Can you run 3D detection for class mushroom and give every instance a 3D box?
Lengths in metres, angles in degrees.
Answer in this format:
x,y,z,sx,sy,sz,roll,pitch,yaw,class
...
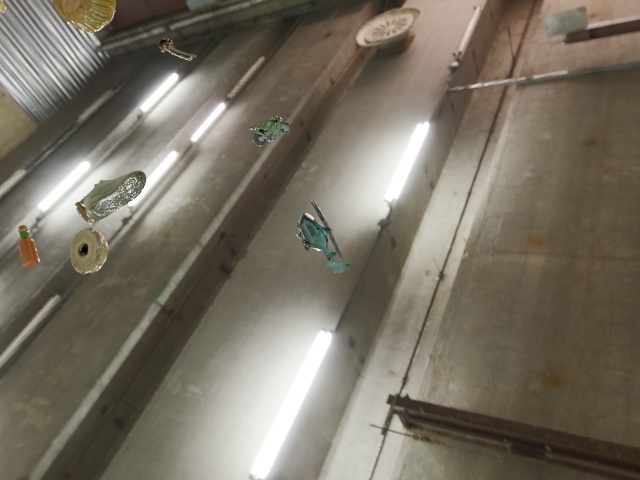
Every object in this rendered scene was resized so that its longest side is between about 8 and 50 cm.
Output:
x,y,z,sx,sy,sz,roll,pitch,yaw,class
-0.617,-0.816,2.119,0.187,0.061,0.060,31,-104,11,mushroom

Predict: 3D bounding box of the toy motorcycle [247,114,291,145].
x,y,z,sx,sy,sz,roll,pitch,yaw,class
-0.227,-0.507,2.236,0.190,0.106,0.074,-27,-167,-14,toy motorcycle

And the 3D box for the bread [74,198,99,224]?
x,y,z,sx,sy,sz,roll,pitch,yaw,class
-1.064,-0.171,2.357,0.081,0.134,0.225,-39,-169,35,bread

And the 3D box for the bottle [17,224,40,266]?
x,y,z,sx,sy,sz,roll,pitch,yaw,class
-1.298,0.021,2.174,0.069,0.069,0.187,-22,-102,9,bottle

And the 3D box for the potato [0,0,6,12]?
x,y,z,sx,sy,sz,roll,pitch,yaw,class
-1.081,-0.795,1.623,0.062,0.083,0.068,-38,-130,15,potato

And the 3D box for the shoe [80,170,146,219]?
x,y,z,sx,sy,sz,roll,pitch,yaw,class
-0.959,-0.228,2.249,0.159,0.124,0.316,27,-125,29,shoe

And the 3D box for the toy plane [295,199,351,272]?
x,y,z,sx,sy,sz,roll,pitch,yaw,class
0.000,0.000,1.405,0.096,0.235,0.060,-23,-159,14,toy plane

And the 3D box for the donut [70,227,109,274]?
x,y,z,sx,sy,sz,roll,pitch,yaw,class
-0.860,0.040,1.834,0.174,0.068,0.175,-4,-100,25,donut

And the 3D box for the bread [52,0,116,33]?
x,y,z,sx,sy,sz,roll,pitch,yaw,class
-0.921,-0.941,1.924,0.239,0.240,0.139,-13,-176,19,bread
